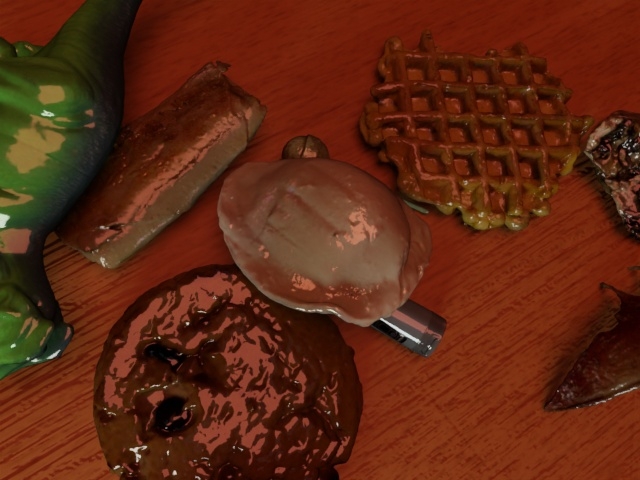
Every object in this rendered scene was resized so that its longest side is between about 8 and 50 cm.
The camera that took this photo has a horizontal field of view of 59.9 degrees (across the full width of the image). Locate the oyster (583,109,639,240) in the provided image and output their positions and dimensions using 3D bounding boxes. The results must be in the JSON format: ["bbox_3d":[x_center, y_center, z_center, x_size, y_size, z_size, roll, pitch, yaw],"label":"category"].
[{"bbox_3d":[0.474,-0.099,0.746,0.223,0.083,0.214,-33,85,-22],"label":"oyster"}]

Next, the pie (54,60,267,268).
[{"bbox_3d":[-0.181,-0.093,0.643,0.128,0.068,0.282,38,79,20],"label":"pie"}]

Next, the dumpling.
[{"bbox_3d":[0.000,0.000,0.606,0.252,0.131,0.179,24,60,-3],"label":"dumpling"}]

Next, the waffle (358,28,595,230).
[{"bbox_3d":[0.206,-0.158,0.730,0.300,0.058,0.282,22,71,-2],"label":"waffle"}]

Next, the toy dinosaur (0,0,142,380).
[{"bbox_3d":[-0.216,-0.132,0.567,0.500,0.144,0.374,-33,73,-4],"label":"toy dinosaur"}]

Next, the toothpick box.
[{"bbox_3d":[0.098,0.094,0.647,0.083,0.052,0.052,29,73,1],"label":"toothpick box"}]

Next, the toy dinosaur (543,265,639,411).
[{"bbox_3d":[0.438,0.110,0.669,0.206,0.113,0.327,22,45,35],"label":"toy dinosaur"}]

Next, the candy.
[{"bbox_3d":[0.046,-0.072,0.693,0.202,0.061,0.061,23,73,-11],"label":"candy"}]

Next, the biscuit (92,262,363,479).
[{"bbox_3d":[-0.095,0.164,0.587,0.295,0.075,0.296,2,75,-8],"label":"biscuit"}]
